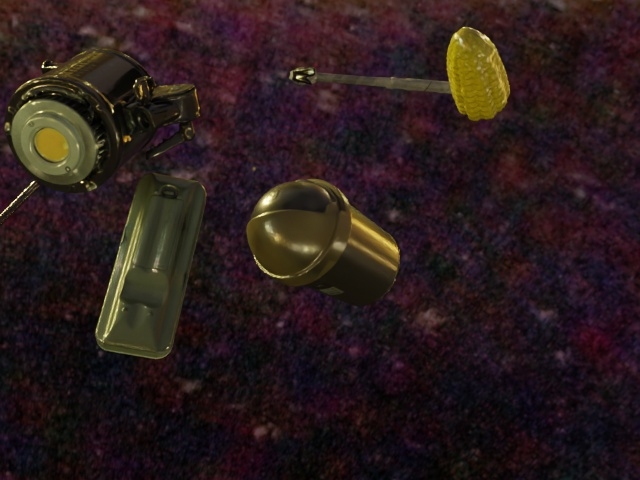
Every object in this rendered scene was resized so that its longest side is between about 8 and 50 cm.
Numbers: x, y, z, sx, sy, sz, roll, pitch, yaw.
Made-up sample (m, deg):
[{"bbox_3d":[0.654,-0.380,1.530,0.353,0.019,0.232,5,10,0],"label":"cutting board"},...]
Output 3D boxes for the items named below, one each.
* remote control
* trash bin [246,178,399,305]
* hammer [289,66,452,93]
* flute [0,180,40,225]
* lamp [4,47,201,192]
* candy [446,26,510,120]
[{"bbox_3d":[-0.288,0.035,1.323,0.128,0.065,0.335,11,62,-6],"label":"remote control"},{"bbox_3d":[0.000,0.000,1.498,0.334,0.214,0.214,26,27,-46],"label":"trash bin"},{"bbox_3d":[0.141,-0.373,1.792,0.427,0.044,0.152,3,11,-4],"label":"hammer"},{"bbox_3d":[-0.503,0.002,1.123,0.014,0.014,0.269,28,55,8],"label":"flute"},{"bbox_3d":[-0.422,-0.210,1.341,0.374,0.205,0.272,5,29,30],"label":"lamp"},{"bbox_3d":[0.254,-0.282,1.254,0.094,0.199,0.106,-19,67,11],"label":"candy"}]
